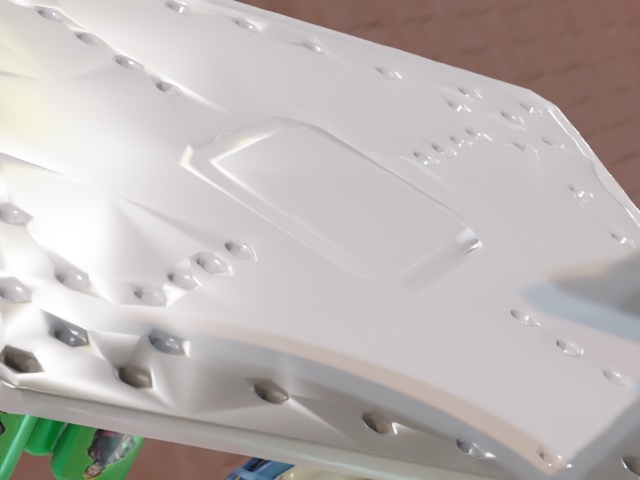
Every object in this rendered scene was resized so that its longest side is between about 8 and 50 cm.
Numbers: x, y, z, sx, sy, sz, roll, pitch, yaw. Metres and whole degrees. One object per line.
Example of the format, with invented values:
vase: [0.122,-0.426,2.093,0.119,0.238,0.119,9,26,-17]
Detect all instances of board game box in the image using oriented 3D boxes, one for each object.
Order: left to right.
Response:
board game box: [0.000,0.000,0.860,0.390,0.050,0.390,14,27,-26]

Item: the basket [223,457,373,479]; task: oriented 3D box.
basket: [0.016,0.200,1.104,0.201,0.255,0.289,59,6,16]
